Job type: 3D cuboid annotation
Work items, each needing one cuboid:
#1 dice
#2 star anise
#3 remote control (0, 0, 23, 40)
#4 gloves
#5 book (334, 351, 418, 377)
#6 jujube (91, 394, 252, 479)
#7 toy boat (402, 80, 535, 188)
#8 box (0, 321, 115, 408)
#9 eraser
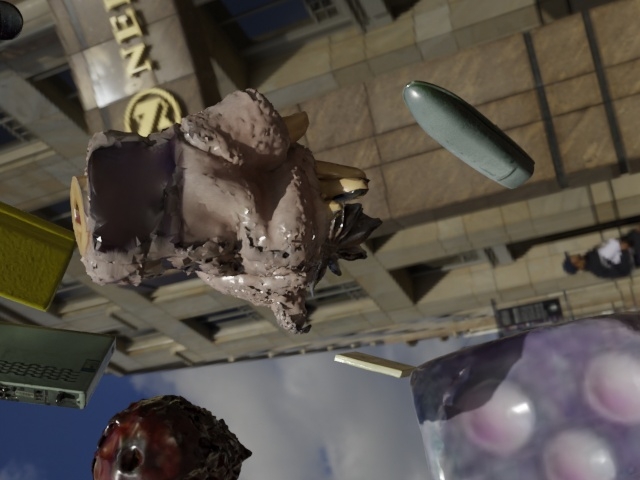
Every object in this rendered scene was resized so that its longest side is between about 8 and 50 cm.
[{"bbox_3d":[0.254,0.237,0.815,0.270,0.272,0.270,58,-162,-74],"label":"dice"},{"bbox_3d":[0.000,0.000,1.217,0.195,0.182,0.065,38,-169,-49],"label":"star anise"},{"bbox_3d":[-0.700,-0.438,1.442,0.066,0.266,0.090,-103,25,-58],"label":"remote control"},{"bbox_3d":[-0.055,-0.017,0.397,0.144,0.094,0.110,16,-112,-19],"label":"gloves"},{"bbox_3d":[0.087,0.191,1.166,0.077,0.111,0.014,11,-90,-63],"label":"book"},{"bbox_3d":[-0.117,0.173,0.588,0.166,0.104,0.104,69,-165,-67],"label":"jujube"},{"bbox_3d":[0.227,-0.171,1.180,0.261,0.078,0.085,30,-137,-26],"label":"toy boat"},{"bbox_3d":[-0.522,0.218,1.350,0.210,0.271,0.045,-87,4,-64],"label":"box"},{"bbox_3d":[-0.567,0.020,1.371,0.226,0.069,0.157,27,-105,-32],"label":"eraser"}]
